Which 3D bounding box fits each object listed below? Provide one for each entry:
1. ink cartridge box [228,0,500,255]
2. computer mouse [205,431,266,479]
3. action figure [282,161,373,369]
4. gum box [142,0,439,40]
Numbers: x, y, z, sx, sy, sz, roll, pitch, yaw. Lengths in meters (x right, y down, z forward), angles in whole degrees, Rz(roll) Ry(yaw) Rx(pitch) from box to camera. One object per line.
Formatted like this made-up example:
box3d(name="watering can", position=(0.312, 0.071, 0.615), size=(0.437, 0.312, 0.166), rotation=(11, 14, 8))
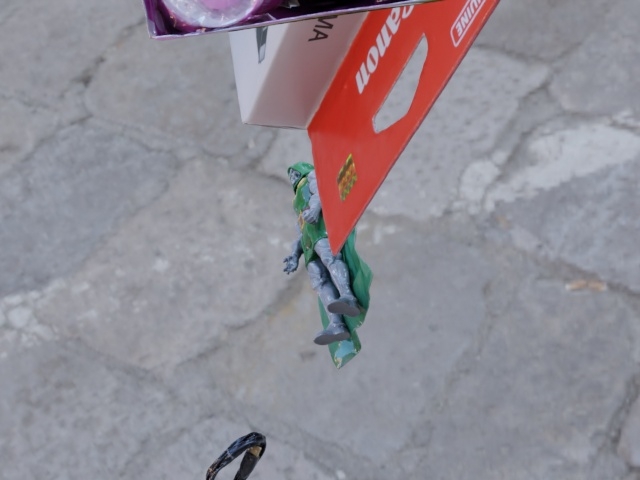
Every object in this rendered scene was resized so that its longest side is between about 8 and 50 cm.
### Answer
box3d(name="ink cartridge box", position=(0.013, -0.162, 0.735), size=(0.060, 0.275, 0.239), rotation=(5, 53, -21))
box3d(name="computer mouse", position=(-0.100, 0.294, 1.182), size=(0.071, 0.242, 0.041), rotation=(-4, 40, -32))
box3d(name="action figure", position=(0.000, 0.000, 1.171), size=(0.063, 0.137, 0.232), rotation=(5, 42, -19))
box3d(name="gum box", position=(0.040, -0.118, 0.405), size=(0.188, 0.062, 0.107), rotation=(-3, 16, 25))
